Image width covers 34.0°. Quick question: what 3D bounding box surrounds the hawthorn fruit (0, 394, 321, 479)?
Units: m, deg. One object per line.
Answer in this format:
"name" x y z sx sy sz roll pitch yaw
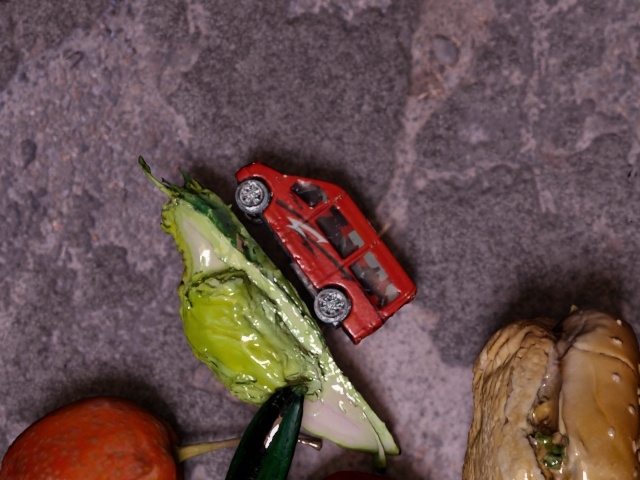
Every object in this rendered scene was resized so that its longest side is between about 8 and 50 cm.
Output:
"hawthorn fruit" -0.145 0.203 0.956 0.285 0.165 0.165 -22 84 -10

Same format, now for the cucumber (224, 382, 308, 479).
"cucumber" -0.070 0.251 0.916 0.056 0.056 0.284 20 103 9

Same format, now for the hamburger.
"hamburger" 0.189 0.194 0.846 0.146 0.243 0.286 6 103 7

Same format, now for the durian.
"durian" -0.065 0.078 0.953 0.106 0.132 0.375 -40 92 -14

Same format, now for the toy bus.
"toy bus" 0.000 0.000 0.967 0.089 0.081 0.195 -36 82 -4

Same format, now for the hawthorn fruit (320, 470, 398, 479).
"hawthorn fruit" 0.029 0.275 0.888 0.157 0.194 0.157 -2 80 9
